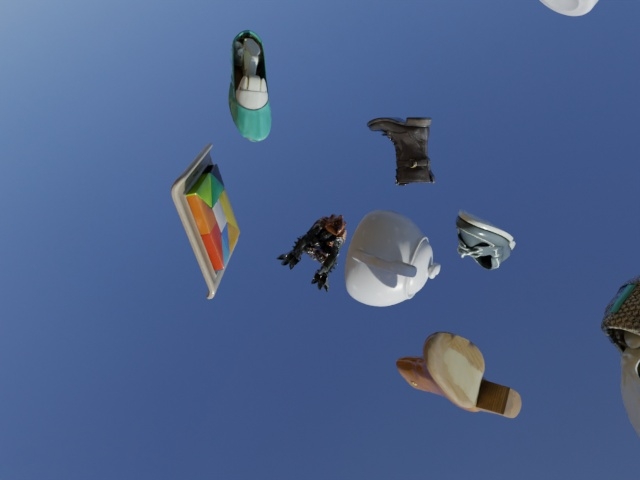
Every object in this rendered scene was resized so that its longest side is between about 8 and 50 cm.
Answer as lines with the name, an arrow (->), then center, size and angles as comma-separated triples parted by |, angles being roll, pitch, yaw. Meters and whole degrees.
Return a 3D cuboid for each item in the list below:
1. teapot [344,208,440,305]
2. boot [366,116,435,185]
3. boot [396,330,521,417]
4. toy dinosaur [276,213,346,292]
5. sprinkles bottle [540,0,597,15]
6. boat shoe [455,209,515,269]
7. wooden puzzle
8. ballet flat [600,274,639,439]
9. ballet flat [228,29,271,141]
teapot -> 0.182, 0.052, 1.192 | 0.187, 0.252, 0.256 | 16, -131, 25
boot -> 0.265, -0.297, 1.687 | 0.263, 0.229, 0.091 | 12, -161, 41
boot -> 0.212, 0.244, 0.933 | 0.211, 0.295, 0.104 | 0, -121, 52
toy dinosaur -> 0.000, 0.000, 1.427 | 0.164, 0.322, 0.218 | 26, -114, 19
sprinkles bottle -> 0.512, -0.566, 0.847 | 0.355, 0.121, 0.121 | -55, -133, 6
boat shoe -> 0.377, 0.009, 1.172 | 0.116, 0.319, 0.099 | 35, -81, 30
wooden puzzle -> -0.204, -0.044, 0.953 | 0.044, 0.239, 0.221 | -6, -153, 6
ballet flat -> 0.572, 0.287, 0.773 | 0.182, 0.483, 0.164 | -34, -176, -20
ballet flat -> -0.143, -0.318, 0.998 | 0.083, 0.087, 0.247 | -3, -113, -15
